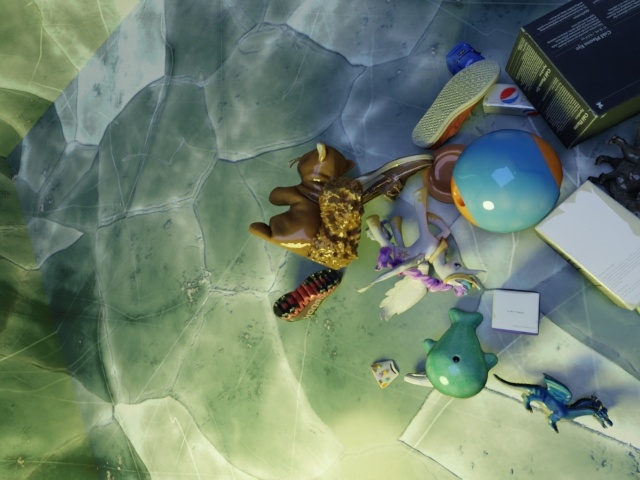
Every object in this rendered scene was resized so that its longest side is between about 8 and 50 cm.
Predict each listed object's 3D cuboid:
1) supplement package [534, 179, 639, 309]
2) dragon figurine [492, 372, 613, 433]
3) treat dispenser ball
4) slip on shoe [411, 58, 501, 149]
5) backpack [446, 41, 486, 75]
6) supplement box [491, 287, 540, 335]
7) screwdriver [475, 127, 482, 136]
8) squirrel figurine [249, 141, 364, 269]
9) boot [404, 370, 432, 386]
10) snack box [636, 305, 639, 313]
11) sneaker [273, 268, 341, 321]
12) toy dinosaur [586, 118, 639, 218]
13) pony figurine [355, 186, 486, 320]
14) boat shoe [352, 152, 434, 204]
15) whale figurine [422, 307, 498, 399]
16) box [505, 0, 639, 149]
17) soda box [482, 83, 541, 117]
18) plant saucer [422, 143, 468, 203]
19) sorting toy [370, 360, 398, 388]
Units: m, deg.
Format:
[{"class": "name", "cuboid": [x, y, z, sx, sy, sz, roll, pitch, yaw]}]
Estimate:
[{"class": "supplement package", "cuboid": [0.748, 0.012, 1.084, 0.177, 0.175, 0.293, -47, 67, 16]}, {"class": "dragon figurine", "cuboid": [0.640, 0.426, 1.143, 0.289, 0.085, 0.144, 38, 101, 24]}, {"class": "treat dispenser ball", "cuboid": [0.516, -0.165, 1.156, 0.288, 0.288, 0.288, -3, 83, 26]}, {"class": "slip on shoe", "cuboid": [0.432, -0.425, 1.310, 0.331, 0.101, 0.123, -50, 55, 25]}, {"class": "backpack", "cuboid": [0.469, -0.582, 1.332, 0.098, 0.101, 0.120, -37, 66, 11]}, {"class": "supplement box", "cuboid": [0.543, 0.192, 1.142, 0.111, 0.220, 0.114, 3, 84, 26]}, {"class": "screwdriver", "cuboid": [0.545, -0.299, 1.312, 0.024, 0.025, 0.170, -37, 61, 19]}, {"class": "squirrel figurine", "cuboid": [0.016, -0.120, 1.334, 0.397, 0.281, 0.370, 22, 88, 46]}, {"class": "boot", "cuboid": [0.363, 0.417, 1.300, 0.190, 0.069, 0.086, 2, 78, 19]}, {"class": "snack box", "cuboid": [0.910, 0.168, 1.064, 0.141, 0.037, 0.100, -33, 70, 20]}, {"class": "sneaker", "cuboid": [-0.037, 0.206, 1.500, 0.276, 0.135, 0.098, -35, 56, -5]}, {"class": "toy dinosaur", "cuboid": [0.841, -0.189, 1.113, 0.160, 0.121, 0.314, 21, 80, 9]}, {"class": "pony figurine", "cuboid": [0.279, 0.058, 1.287, 0.351, 0.303, 0.363, -29, 57, 12]}, {"class": "boat shoe", "cuboid": [0.233, -0.190, 1.401, 0.342, 0.123, 0.123, -19, 84, 28]}, {"class": "whale figurine", "cuboid": [0.409, 0.319, 1.210, 0.216, 0.141, 0.272, 10, 63, 24]}, {"class": "box", "cuboid": [0.744, -0.474, 1.088, 0.343, 0.179, 0.312, -27, 71, 2]}, {"class": "soda box", "cuboid": [0.617, -0.428, 1.258, 0.216, 0.069, 0.074, 15, 90, 26]}, {"class": "plant saucer", "cuboid": [0.430, -0.222, 1.346, 0.200, 0.037, 0.200, -3, 82, 26]}, {"class": "sorting toy", "cuboid": [0.219, 0.442, 1.382, 0.075, 0.045, 0.083, -28, 72, 1]}]
